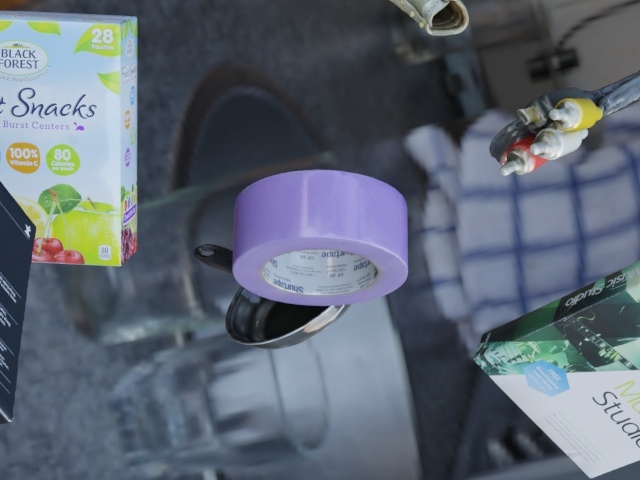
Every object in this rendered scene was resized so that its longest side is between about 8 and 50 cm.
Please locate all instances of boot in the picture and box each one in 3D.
[{"bbox_3d":[0.112,-0.373,2.353,0.213,0.077,0.165,15,28,-52],"label":"boot"}]

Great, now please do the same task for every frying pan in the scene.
[{"bbox_3d":[-0.070,0.068,1.967,0.053,0.326,0.197,54,48,-26],"label":"frying pan"}]

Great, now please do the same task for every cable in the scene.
[{"bbox_3d":[0.293,-0.126,1.766,0.287,0.139,0.072,-15,68,-42],"label":"cable"}]

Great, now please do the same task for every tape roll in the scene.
[{"bbox_3d":[0.000,0.000,1.763,0.189,0.189,0.080,46,40,-58],"label":"tape roll"}]

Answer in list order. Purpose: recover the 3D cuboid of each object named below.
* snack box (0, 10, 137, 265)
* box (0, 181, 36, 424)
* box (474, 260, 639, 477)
[{"bbox_3d":[-0.245,-0.088,1.382,0.070,0.175,0.207,-62,154,-76],"label":"snack box"},{"bbox_3d":[-0.300,-0.011,1.088,0.261,0.103,0.184,59,23,-43],"label":"box"},{"bbox_3d":[0.374,0.146,1.928,0.232,0.322,0.058,44,41,-17],"label":"box"}]
